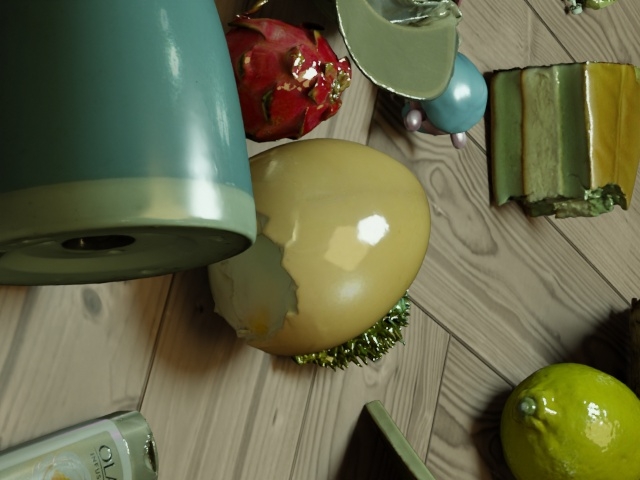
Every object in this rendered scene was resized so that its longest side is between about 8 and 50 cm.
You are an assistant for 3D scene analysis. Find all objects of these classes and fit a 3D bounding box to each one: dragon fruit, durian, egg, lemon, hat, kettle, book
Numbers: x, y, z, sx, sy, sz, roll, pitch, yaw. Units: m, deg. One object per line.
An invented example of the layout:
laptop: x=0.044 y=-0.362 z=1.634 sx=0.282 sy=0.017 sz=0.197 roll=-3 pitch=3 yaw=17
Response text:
dragon fruit: x=-0.056 y=-0.155 z=1.584 sx=0.133 sy=0.166 sz=0.136 roll=107 pitch=-17 yaw=-51
durian: x=0.047 y=0.065 z=1.746 sx=0.221 sy=0.095 sz=0.137 roll=-8 pitch=94 yaw=-62
egg: x=0.000 y=0.000 z=1.580 sx=0.244 sy=0.201 sz=0.201 roll=-24 pitch=108 yaw=-30
lemon: x=0.315 y=0.244 z=2.041 sx=0.248 sy=0.184 sz=0.184 roll=39 pitch=55 yaw=-37
hat: x=0.032 y=-0.239 z=1.683 sx=0.214 sy=0.149 sz=0.244 roll=46 pitch=46 yaw=-25
kettle: x=-0.222 y=-0.150 z=1.284 sx=0.319 sy=0.247 sz=0.342 roll=-1 pitch=79 yaw=-30
book: x=0.143 y=0.342 z=1.790 sx=0.021 sy=0.217 sz=0.310 roll=-27 pitch=117 yaw=-6

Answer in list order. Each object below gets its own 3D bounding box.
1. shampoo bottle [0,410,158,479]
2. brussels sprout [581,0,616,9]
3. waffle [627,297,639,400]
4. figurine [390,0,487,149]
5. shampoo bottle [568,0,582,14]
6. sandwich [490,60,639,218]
shampoo bottle: x=-0.227 y=0.207 z=1.363 sx=0.227 sy=0.056 sz=0.086 roll=-14 pitch=99 yaw=-55
brussels sprout: x=0.392 y=-0.358 z=2.307 sx=0.085 sy=0.085 sz=0.058 roll=46 pitch=68 yaw=-43
waffle: x=0.485 y=0.204 z=2.215 sx=0.376 sy=0.114 sz=0.261 roll=38 pitch=56 yaw=-85
figurine: x=0.122 y=-0.245 z=1.876 sx=0.205 sy=0.103 sz=0.260 roll=23 pitch=58 yaw=-54
shampoo bottle: x=0.337 y=-0.377 z=2.259 sx=0.141 sy=0.034 sz=0.049 roll=67 pitch=32 yaw=-26
sandwich: x=0.334 y=-0.128 z=2.128 sx=0.227 sy=0.155 sz=0.198 roll=-6 pitch=93 yaw=-55
